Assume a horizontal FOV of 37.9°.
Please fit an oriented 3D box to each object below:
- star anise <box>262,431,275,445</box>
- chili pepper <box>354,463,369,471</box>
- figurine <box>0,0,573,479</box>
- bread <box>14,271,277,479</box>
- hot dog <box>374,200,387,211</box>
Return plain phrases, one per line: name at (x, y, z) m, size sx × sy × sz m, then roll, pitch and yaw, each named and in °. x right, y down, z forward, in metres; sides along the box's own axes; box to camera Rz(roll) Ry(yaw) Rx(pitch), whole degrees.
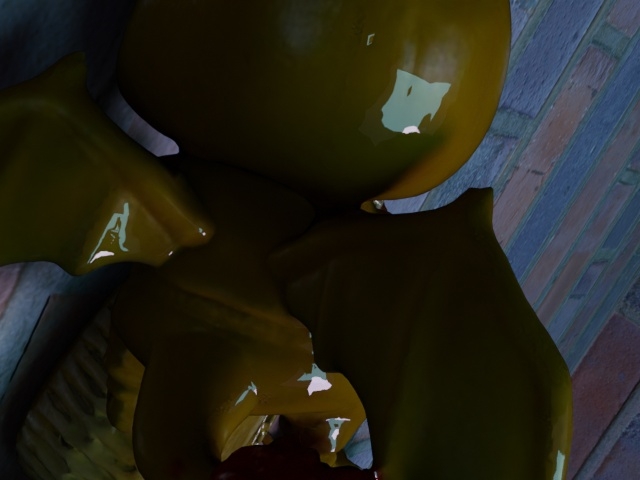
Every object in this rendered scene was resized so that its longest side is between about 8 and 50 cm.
star anise at (-0.006, 0.281, 1.193) m, size 0.196 × 0.111 × 0.213 m, roll -32°, pitch 120°, yaw -73°
chili pepper at (0.052, 0.404, 1.297) m, size 0.165 × 0.174 × 0.261 m, roll -50°, pitch -173°, yaw -3°
figurine at (-0.002, -0.029, 0.529) m, size 0.268 × 0.400 × 0.387 m, roll -3°, pitch 114°, yaw -58°
bread at (-0.124, 0.131, 0.783) m, size 0.253 × 0.142 × 0.227 m, roll -59°, pitch 152°, yaw 4°
hot dog at (0.000, 0.000, 0.881) m, size 0.146 × 0.103 × 0.213 m, roll -18°, pitch 132°, yaw -20°
